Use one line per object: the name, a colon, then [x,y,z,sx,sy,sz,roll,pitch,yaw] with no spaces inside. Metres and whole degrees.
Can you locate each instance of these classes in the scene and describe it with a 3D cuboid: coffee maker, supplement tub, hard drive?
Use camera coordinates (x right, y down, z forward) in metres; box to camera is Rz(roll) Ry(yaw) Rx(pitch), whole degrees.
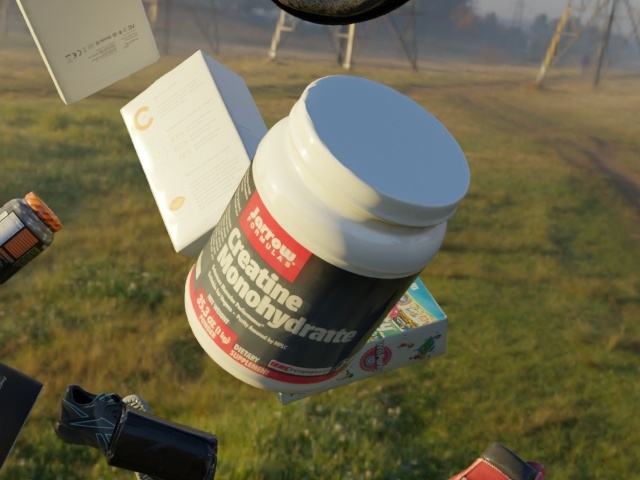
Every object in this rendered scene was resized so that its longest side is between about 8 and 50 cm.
coffee maker: [-0.280,0.364,1.644,0.178,0.120,0.171,20,-27,-14]
supplement tub: [-0.603,-0.001,1.796,0.190,0.117,0.117,-41,25,-8]
hard drive: [-0.482,-0.469,1.894,0.233,0.353,0.047,-31,52,-16]
supplement tub: [0.000,0.000,0.884,0.191,0.272,0.191,20,39,-17]

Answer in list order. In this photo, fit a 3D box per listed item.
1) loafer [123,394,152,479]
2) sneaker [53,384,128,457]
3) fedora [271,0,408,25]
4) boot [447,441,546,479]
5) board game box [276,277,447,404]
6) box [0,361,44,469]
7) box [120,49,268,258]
loafer: [-0.442,0.503,2.306,0.094,0.251,0.087,-14,4,-1]
sneaker: [-0.397,0.357,1.779,0.267,0.106,0.101,13,10,18]
fedora: [0.032,-0.455,1.471,0.334,0.334,0.152,7,40,1]
boot: [0.263,0.388,1.188,0.176,0.244,0.088,-33,-15,-20]
board game box: [0.037,0.141,1.624,0.303,0.097,0.224,-16,40,-14]
box: [-0.744,0.247,1.621,0.294,0.212,0.395,16,-17,25]
box: [-0.213,-0.157,1.814,0.215,0.345,0.168,-32,-23,18]
